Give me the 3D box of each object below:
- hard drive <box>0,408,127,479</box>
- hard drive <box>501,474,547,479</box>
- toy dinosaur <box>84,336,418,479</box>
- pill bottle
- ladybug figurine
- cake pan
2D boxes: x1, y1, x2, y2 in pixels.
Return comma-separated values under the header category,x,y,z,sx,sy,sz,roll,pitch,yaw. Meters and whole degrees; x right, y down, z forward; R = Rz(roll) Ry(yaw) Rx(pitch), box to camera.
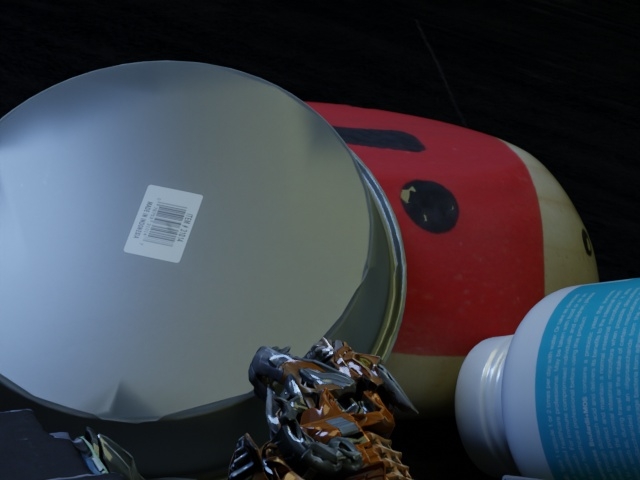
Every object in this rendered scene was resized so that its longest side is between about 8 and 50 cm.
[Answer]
category,x,y,z,sx,sy,sz,roll,pitch,yaw
hard drive,-0.046,0.228,0.387,0.064,0.237,0.339,-2,27,-31
hard drive,0.213,0.199,0.715,0.254,0.054,0.172,14,24,-16
toy dinosaur,-0.006,0.167,0.653,0.218,0.164,0.322,8,22,-19
pill bottle,0.208,0.092,0.863,0.264,0.146,0.146,-9,4,43
ladybug figurine,0.000,0.000,1.050,0.449,0.162,0.305,2,25,-22
cake pan,-0.094,0.006,0.867,0.293,0.054,0.293,0,55,0
